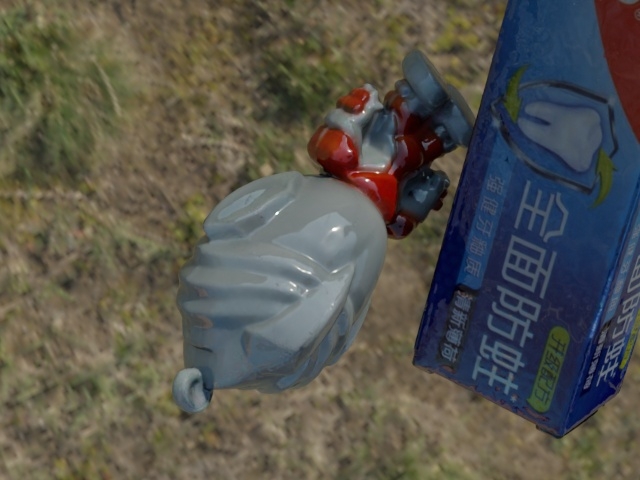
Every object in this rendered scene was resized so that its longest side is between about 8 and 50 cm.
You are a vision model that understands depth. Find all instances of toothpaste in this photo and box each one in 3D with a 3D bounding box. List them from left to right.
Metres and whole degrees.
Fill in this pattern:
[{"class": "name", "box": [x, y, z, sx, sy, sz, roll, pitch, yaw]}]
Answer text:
[{"class": "toothpaste", "box": [0.116, -0.082, 0.626, 0.066, 0.076, 0.320, -23, 132, -53]}]

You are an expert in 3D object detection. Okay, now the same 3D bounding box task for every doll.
[{"class": "doll", "box": [0.000, 0.000, 0.668, 0.180, 0.079, 0.094, -49, 125, -12]}]
